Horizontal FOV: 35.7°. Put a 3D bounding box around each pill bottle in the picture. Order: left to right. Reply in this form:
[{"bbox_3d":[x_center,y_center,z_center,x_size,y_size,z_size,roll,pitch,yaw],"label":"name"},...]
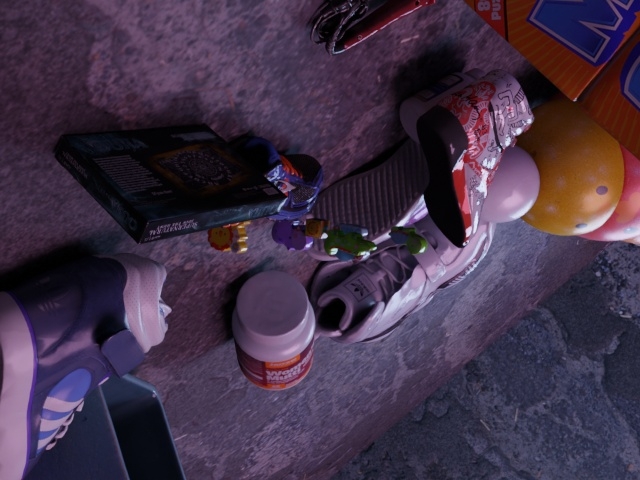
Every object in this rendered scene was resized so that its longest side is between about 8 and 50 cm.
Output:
[{"bbox_3d":[-0.068,0.134,1.462,0.121,0.121,0.221,-35,160,-16],"label":"pill bottle"},{"bbox_3d":[0.167,-0.179,1.298,0.120,0.067,0.067,-31,159,-24],"label":"pill bottle"}]

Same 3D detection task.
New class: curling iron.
[{"bbox_3d":[0.102,-0.263,1.040,0.274,0.035,0.068,-30,158,-27],"label":"curling iron"}]

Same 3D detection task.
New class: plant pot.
[{"bbox_3d":[-0.322,0.324,1.251,0.252,0.247,0.247,-22,161,3],"label":"plant pot"}]

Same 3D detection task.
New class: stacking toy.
[{"bbox_3d":[0.000,0.000,1.202,0.167,0.221,0.052,-5,102,-59],"label":"stacking toy"},{"bbox_3d":[0.393,-0.110,1.537,0.480,0.350,0.350,-16,150,-32],"label":"stacking toy"}]

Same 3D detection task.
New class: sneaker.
[{"bbox_3d":[-0.268,0.145,1.097,0.236,0.130,0.322,-19,146,-38],"label":"sneaker"},{"bbox_3d":[-0.061,-0.072,1.096,0.221,0.083,0.087,-18,141,-56],"label":"sneaker"},{"bbox_3d":[0.085,-0.036,1.414,0.282,0.102,0.161,-33,162,-21],"label":"sneaker"},{"bbox_3d":[0.124,0.049,1.606,0.366,0.137,0.210,-45,163,24],"label":"sneaker"},{"bbox_3d":[0.209,-0.103,1.283,0.145,0.090,0.270,-36,147,-12],"label":"sneaker"}]

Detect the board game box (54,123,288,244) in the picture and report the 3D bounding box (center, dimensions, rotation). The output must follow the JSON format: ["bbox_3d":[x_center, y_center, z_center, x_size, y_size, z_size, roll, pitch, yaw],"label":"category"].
[{"bbox_3d":[-0.133,-0.058,0.915,0.186,0.126,0.026,-14,139,-52],"label":"board game box"}]

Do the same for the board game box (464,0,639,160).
[{"bbox_3d":[0.452,-0.304,1.075,0.356,0.356,0.356,-23,154,-51],"label":"board game box"}]
